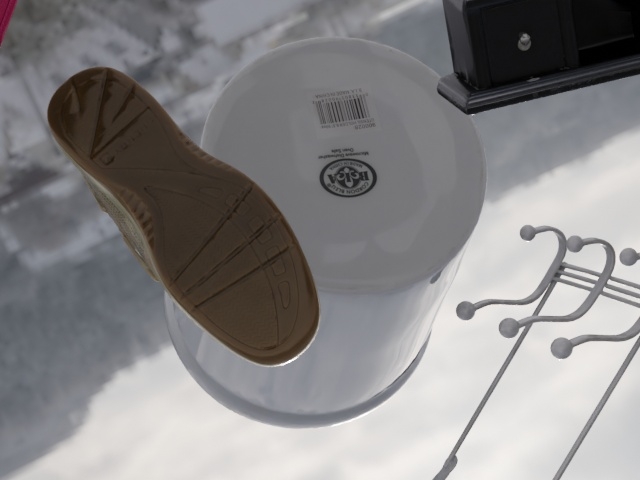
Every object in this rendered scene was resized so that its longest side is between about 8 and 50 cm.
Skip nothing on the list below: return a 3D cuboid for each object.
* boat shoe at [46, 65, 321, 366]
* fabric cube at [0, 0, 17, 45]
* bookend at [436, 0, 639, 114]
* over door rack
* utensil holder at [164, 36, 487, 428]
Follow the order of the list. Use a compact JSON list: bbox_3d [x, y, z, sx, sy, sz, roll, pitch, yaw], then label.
[{"bbox_3d":[-0.114,-0.016,1.605,0.122,0.341,0.110,-36,158,-9],"label":"boat shoe"},{"bbox_3d":[-0.414,-0.298,1.533,0.254,0.259,0.258,3,160,42],"label":"fabric cube"},{"bbox_3d":[0.152,-0.183,1.210,0.156,0.157,0.072,-13,-161,-9],"label":"bookend"},{"bbox_3d":[0.212,0.144,1.801,0.108,0.324,0.239,21,180,-21],"label":"over door rack"},{"bbox_3d":[0.000,0.000,1.993,0.327,0.327,0.385,-26,163,-19],"label":"utensil holder"}]
